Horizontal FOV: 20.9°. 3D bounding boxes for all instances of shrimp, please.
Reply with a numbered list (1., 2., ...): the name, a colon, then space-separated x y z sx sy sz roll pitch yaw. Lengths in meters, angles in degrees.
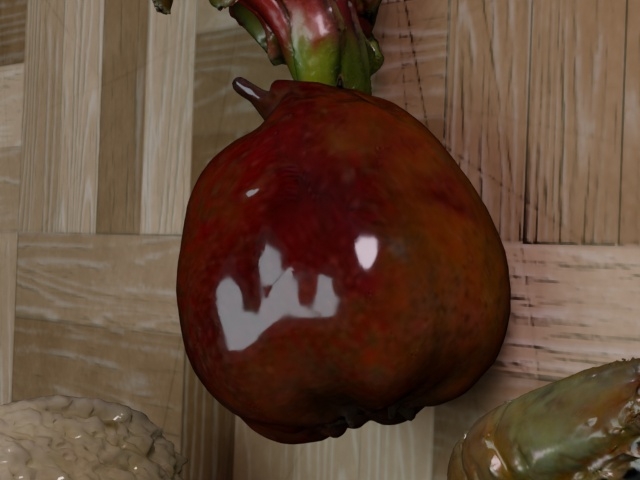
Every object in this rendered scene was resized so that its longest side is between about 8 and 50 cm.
1. shrimp: 0.160 0.138 0.982 0.267 0.061 0.145 -42 64 42

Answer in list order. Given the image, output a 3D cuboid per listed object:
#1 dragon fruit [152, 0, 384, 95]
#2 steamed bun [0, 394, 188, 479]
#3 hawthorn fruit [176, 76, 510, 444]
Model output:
1. dragon fruit: -0.027 -0.220 1.200 0.200 0.198 0.269 -85 -21 -72
2. steamed bun: -0.172 0.263 1.269 0.273 0.290 0.272 -39 35 34
3. hawthorn fruit: 0.000 0.000 1.089 0.208 0.208 0.248 -35 70 49
